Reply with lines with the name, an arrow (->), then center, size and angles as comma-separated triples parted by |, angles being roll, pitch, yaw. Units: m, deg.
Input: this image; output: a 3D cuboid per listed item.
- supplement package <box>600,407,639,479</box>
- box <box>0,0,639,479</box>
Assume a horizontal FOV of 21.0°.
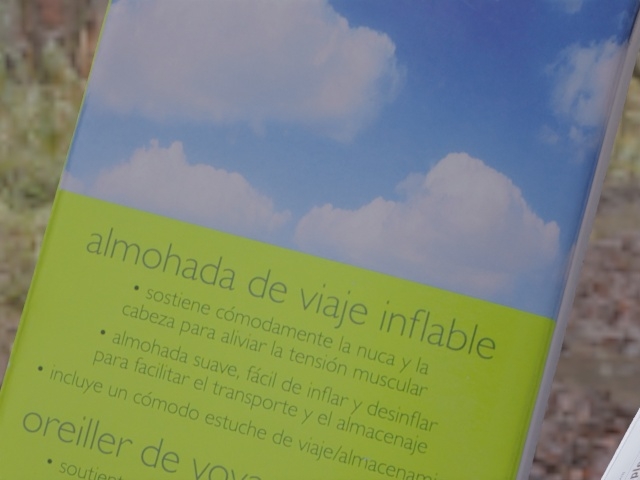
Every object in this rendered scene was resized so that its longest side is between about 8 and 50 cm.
supplement package -> 0.261, 0.168, 0.730 | 0.262, 0.199, 0.198 | -20, 24, 46
box -> 0.000, 0.000, 0.359 | 0.109, 0.178, 0.042 | 14, -3, 9
